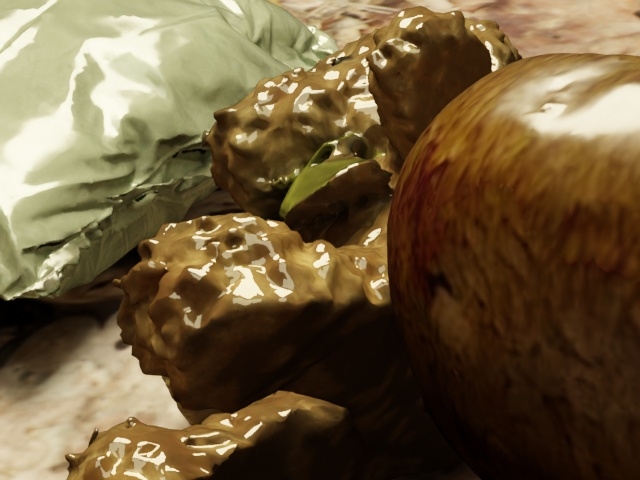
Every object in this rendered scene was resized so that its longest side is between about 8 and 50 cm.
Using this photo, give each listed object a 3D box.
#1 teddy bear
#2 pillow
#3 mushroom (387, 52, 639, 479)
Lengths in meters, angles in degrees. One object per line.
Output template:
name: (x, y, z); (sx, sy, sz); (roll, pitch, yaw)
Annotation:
teddy bear: (-0.008, 0.000, 0.706); (0.296, 0.246, 0.222); (-7, 46, -42)
pillow: (-0.186, -0.075, 0.949); (0.310, 0.138, 0.283); (16, 39, 29)
mushroom: (0.190, 0.053, 0.524); (0.345, 0.239, 0.345); (5, 23, -2)
